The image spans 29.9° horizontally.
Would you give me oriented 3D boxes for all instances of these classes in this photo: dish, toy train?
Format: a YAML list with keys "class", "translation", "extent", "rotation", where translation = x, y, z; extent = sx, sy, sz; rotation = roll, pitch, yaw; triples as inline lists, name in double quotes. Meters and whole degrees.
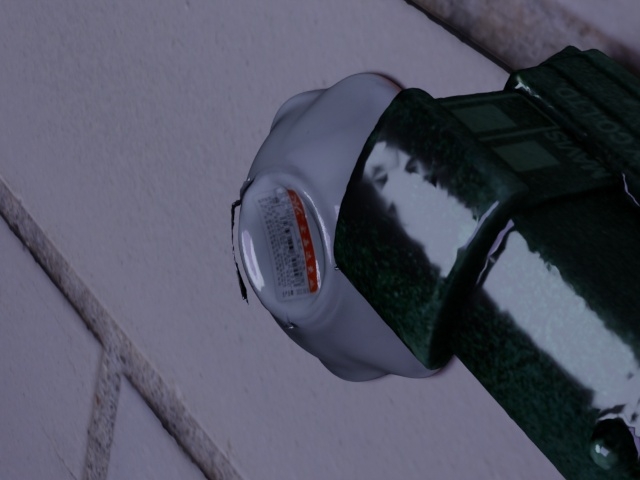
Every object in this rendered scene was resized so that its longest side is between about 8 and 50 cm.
- class: "dish"
  translation: [0.000, 0.000, 0.819]
  extent: [0.229, 0.081, 0.229]
  rotation: [18, 113, 49]
- class: "toy train"
  translation: [0.148, 0.042, 0.555]
  extent: [0.330, 0.178, 0.138]
  rotation: [49, 134, 35]
